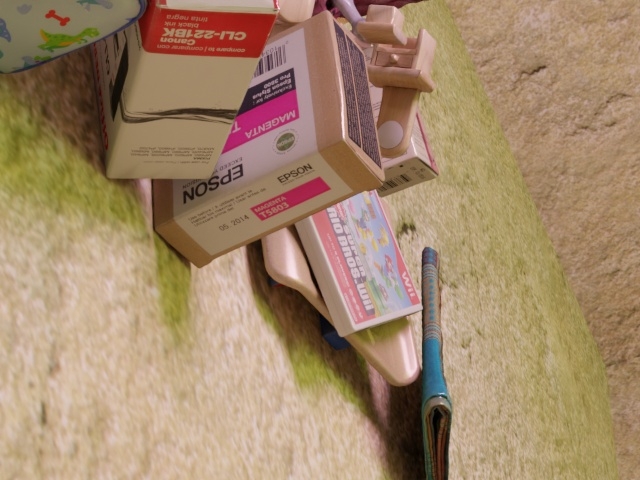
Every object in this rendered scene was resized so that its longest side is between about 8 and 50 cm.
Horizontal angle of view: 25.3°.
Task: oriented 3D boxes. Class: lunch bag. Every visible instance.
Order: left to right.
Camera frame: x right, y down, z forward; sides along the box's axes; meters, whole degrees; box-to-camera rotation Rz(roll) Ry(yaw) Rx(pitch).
[{"bbox_3d":[-0.252,-0.232,1.156,0.219,0.176,0.090,39,34,-58],"label":"lunch bag"}]

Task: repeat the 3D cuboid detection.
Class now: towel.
[{"bbox_3d":[0.168,0.217,2.040,0.370,0.040,0.271,-84,171,-57],"label":"towel"}]

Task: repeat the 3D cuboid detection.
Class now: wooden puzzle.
[{"bbox_3d":[0.000,0.000,1.867,0.348,0.080,0.322,42,31,-48],"label":"wooden puzzle"}]

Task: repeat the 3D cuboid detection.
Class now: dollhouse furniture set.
[{"bbox_3d":[-0.074,-0.210,1.573,0.355,0.303,0.174,31,70,-64],"label":"dollhouse furniture set"}]

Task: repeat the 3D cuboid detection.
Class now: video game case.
[{"bbox_3d":[0.044,0.011,1.812,0.204,0.025,0.285,68,20,5],"label":"video game case"}]

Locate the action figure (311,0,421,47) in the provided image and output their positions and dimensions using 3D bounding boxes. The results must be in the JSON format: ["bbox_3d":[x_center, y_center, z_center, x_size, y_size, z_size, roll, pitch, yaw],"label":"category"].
[{"bbox_3d":[0.003,-0.362,1.974,0.370,0.248,0.276,-24,88,-40],"label":"action figure"}]

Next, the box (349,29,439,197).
[{"bbox_3d":[0.068,-0.190,2.168,0.127,0.148,0.232,29,44,-66],"label":"box"}]

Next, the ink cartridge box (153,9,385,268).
[{"bbox_3d":[-0.062,-0.107,1.501,0.088,0.234,0.193,45,28,-45],"label":"ink cartridge box"}]

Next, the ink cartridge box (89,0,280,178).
[{"bbox_3d":[-0.139,-0.208,1.351,0.273,0.114,0.197,118,-34,-55],"label":"ink cartridge box"}]

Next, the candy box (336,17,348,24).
[{"bbox_3d":[0.016,-0.481,2.290,0.316,0.183,0.088,46,27,-53],"label":"candy box"}]
